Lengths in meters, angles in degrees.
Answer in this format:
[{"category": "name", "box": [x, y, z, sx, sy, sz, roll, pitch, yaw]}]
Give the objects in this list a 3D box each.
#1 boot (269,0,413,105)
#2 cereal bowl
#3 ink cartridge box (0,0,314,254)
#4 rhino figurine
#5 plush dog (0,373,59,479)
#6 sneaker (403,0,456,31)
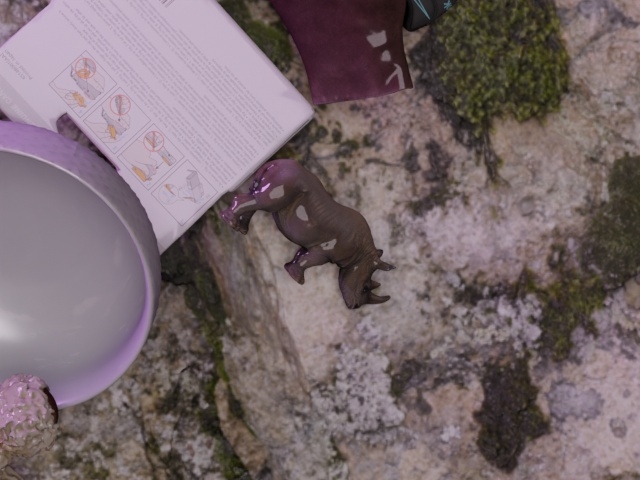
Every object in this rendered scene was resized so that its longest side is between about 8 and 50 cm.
[{"category": "boot", "box": [-0.023, -0.252, 1.865, 0.248, 0.090, 0.207, -4, 98, 18]}, {"category": "cereal bowl", "box": [-0.330, 0.014, 1.799, 0.338, 0.141, 0.339, 3, 122, 5]}, {"category": "ink cartridge box", "box": [-0.199, -0.165, 1.880, 0.261, 0.066, 0.296, -43, 97, -4]}, {"category": "rhino figurine", "box": [0.000, 0.000, 1.904, 0.243, 0.073, 0.106, 40, 92, -26]}, {"category": "plush dog", "box": [-0.407, 0.270, 1.757, 0.210, 0.225, 0.262, 18, 126, -4]}, {"category": "sneaker", "box": [0.056, -0.354, 1.893, 0.267, 0.101, 0.106, 44, 89, -7]}]
